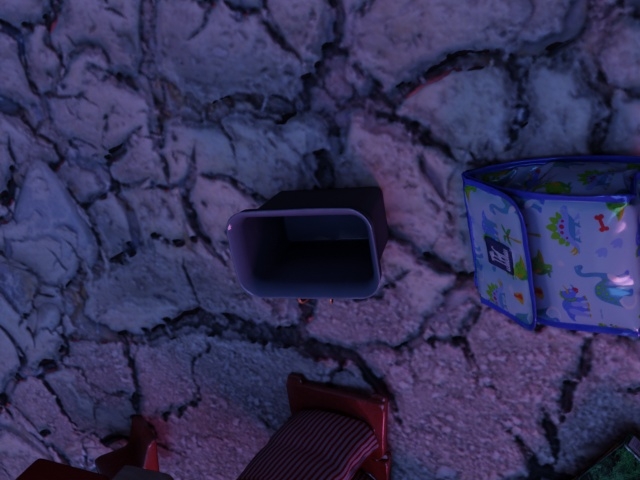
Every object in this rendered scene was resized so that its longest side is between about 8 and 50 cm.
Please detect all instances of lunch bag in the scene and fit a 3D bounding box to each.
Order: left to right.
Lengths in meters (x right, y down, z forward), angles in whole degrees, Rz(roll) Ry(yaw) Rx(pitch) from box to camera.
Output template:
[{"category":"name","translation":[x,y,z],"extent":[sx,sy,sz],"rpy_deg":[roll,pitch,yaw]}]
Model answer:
[{"category":"lunch bag","translation":[0.193,0.002,0.711],"extent":[0.151,0.096,0.129],"rpy_deg":[6,120,35]}]

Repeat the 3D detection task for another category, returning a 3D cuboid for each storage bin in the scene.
[{"category":"storage bin","translation":[0.000,0.000,0.780],"extent":[0.135,0.091,0.098],"rpy_deg":[-1,114,23]}]

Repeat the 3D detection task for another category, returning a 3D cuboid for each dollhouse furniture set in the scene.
[{"category":"dollhouse furniture set","translation":[-0.133,0.242,0.898],"extent":[0.374,0.201,0.152],"rpy_deg":[6,118,25]}]

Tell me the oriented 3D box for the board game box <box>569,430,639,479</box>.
[{"category":"board game box","translation":[0.264,0.308,0.839],"extent":[0.136,0.030,0.260],"rpy_deg":[46,128,17]}]
